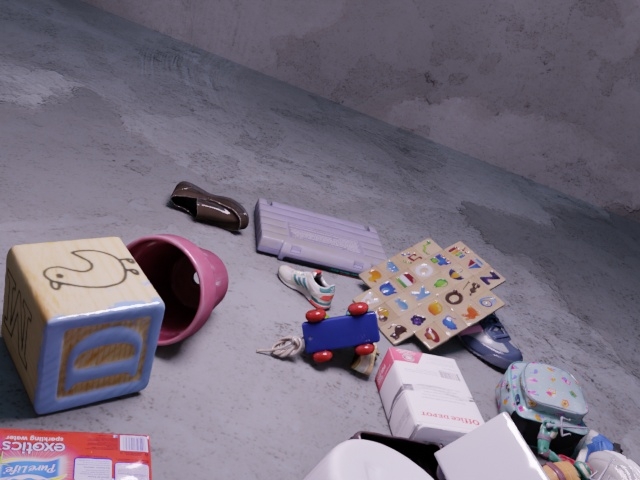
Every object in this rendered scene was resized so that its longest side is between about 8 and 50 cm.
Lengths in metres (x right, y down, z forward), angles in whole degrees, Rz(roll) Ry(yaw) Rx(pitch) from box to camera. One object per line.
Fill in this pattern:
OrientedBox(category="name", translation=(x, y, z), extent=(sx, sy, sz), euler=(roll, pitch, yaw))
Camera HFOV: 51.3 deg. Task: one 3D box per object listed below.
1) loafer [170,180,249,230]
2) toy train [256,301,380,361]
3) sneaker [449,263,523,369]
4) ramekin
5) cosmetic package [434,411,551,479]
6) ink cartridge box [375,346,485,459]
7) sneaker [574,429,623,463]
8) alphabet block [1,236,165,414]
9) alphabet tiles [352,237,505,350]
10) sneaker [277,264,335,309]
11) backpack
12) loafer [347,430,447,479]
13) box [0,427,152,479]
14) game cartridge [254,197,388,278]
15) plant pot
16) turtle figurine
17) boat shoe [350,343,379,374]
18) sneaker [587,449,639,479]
OrientedBox(category="loafer", translation=(-0.287, -0.074, 1.693), extent=(0.220, 0.080, 0.078), euler=(22, 36, 12))
OrientedBox(category="toy train", translation=(-0.007, 0.186, 1.390), extent=(0.248, 0.105, 0.143), euler=(-9, 6, 1))
OrientedBox(category="sneaker", translation=(0.384, 0.180, 1.638), extent=(0.112, 0.131, 0.319), euler=(-3, 36, -43))
OrientedBox(category="ramekin", translation=(0.080, 0.405, 0.906), extent=(0.277, 0.135, 0.277), euler=(33, 16, -11))
OrientedBox(category="cosmetic package", translation=(0.307, 0.424, 0.999), extent=(0.224, 0.138, 0.224), euler=(55, 6, -36))
OrientedBox(category="ink cartridge box", translation=(0.211, 0.320, 1.291), extent=(0.159, 0.092, 0.218), euler=(13, 26, -16))
OrientedBox(category="sneaker", translation=(0.574, 0.446, 1.362), extent=(0.085, 0.058, 0.152), euler=(26, 19, 28))
OrientedBox(category="alphabet block", translation=(-0.389, 0.129, 1.080), extent=(0.192, 0.193, 0.197), euler=(-5, 37, -41))
OrientedBox(category="alphabet tiles", translation=(0.265, 0.121, 1.622), extent=(0.343, 0.011, 0.285), euler=(-26, 47, -21))
OrientedBox(category="sneaker", translation=(-0.028, 0.090, 1.563), extent=(0.161, 0.075, 0.057), euler=(37, 30, 27))
OrientedBox(category="backpack", translation=(0.458, 0.335, 1.394), extent=(0.166, 0.144, 0.188), euler=(14, 24, -4))
OrientedBox(category="loafer", translation=(0.172, 0.386, 1.131), extent=(0.303, 0.095, 0.109), euler=(13, 28, -18))
OrientedBox(category="box", translation=(-0.348, 0.324, 0.828), extent=(0.257, 0.122, 0.128), euler=(10, 28, -23))
OrientedBox(category="game cartridge", translation=(0.000, 0.000, 1.777), extent=(0.355, 0.068, 0.230), euler=(14, 31, -15))
OrientedBox(category="plant pot", translation=(-0.272, 0.086, 1.281), extent=(0.201, 0.201, 0.180), euler=(29, 11, 14))
OrientedBox(category="turtle figurine", translation=(0.438, 0.431, 1.227), extent=(0.234, 0.118, 0.175), euler=(-9, 28, -24))
OrientedBox(category="boat shoe", translation=(0.100, 0.242, 1.412), extent=(0.045, 0.050, 0.135), euler=(37, 29, -1))
OrientedBox(category="sneaker", translation=(0.550, 0.495, 1.202), extent=(0.121, 0.099, 0.262), euler=(2, 36, -21))
